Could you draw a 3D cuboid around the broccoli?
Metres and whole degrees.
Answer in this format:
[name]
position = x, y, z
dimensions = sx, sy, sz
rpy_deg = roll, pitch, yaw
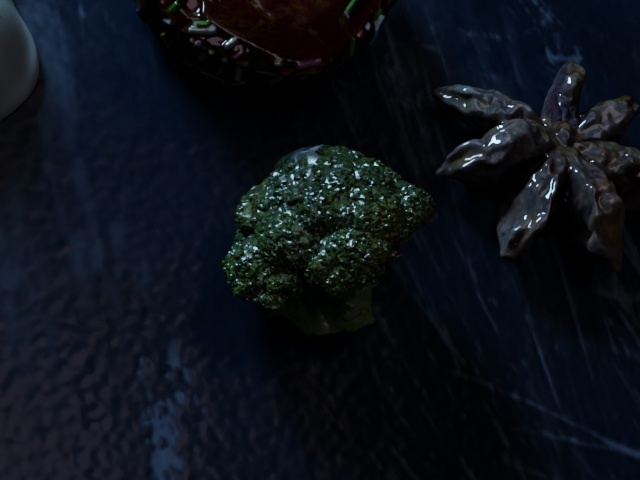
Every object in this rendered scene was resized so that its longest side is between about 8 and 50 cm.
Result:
[broccoli]
position = 0.000, 0.000, 1.102
dimensions = 0.162, 0.146, 0.137
rpy_deg = -28, 110, -45

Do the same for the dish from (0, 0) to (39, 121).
[dish]
position = -0.309, -0.163, 1.077
dimensions = 0.229, 0.081, 0.229
rpy_deg = 9, 63, -19

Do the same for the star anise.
[star anise]
position = 0.200, -0.059, 1.238
dimensions = 0.212, 0.073, 0.197
rpy_deg = -13, 69, -24

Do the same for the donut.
[donut]
position = -0.055, -0.221, 1.202
dimensions = 0.235, 0.089, 0.235
rpy_deg = 9, 63, -19
